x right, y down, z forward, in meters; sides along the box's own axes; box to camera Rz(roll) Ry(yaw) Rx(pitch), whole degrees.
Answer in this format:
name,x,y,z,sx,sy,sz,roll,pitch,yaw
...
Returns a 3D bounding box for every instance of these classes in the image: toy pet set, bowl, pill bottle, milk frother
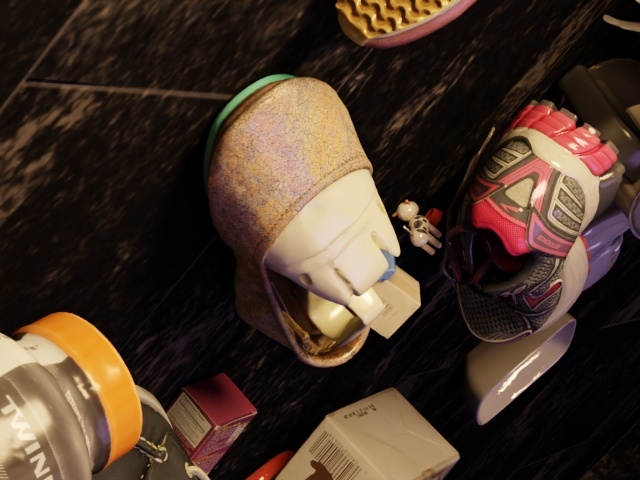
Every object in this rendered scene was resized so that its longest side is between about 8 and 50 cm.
name,x,y,z,sx,sy,sz,roll,pitch,yaw
toy pet set,0.030,0.024,1.465,0.122,0.065,0.114,-47,-162,21
bowl,0.202,0.125,2.083,0.142,0.053,0.142,-41,163,-11
pill bottle,-0.207,0.126,0.995,0.246,0.130,0.130,-32,160,-37
milk frother,0.218,-0.054,1.537,0.129,0.134,0.143,14,123,-34

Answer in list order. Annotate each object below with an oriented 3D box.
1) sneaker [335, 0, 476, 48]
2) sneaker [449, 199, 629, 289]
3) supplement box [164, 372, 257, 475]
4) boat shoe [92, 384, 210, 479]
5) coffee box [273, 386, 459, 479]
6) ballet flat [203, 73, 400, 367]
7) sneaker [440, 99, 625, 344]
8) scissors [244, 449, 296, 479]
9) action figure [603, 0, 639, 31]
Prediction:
name,x,y,z,sx,sy,sz,roll,pitch,yaw
sneaker,0.089,-0.165,1.082,0.185,0.069,0.084,-42,158,-3
sneaker,0.249,-0.046,1.707,0.292,0.108,0.169,-37,167,12
supplement box,-0.095,0.145,1.452,0.083,0.043,0.055,-52,160,28
boat shoe,-0.120,0.182,1.331,0.114,0.091,0.302,-39,151,3
coffee box,-0.001,0.264,1.801,0.246,0.098,0.141,-52,162,24
ballet flat,0.000,0.000,1.211,0.107,0.106,0.316,-41,163,-10
sneaker,0.138,0.005,1.506,0.112,0.121,0.299,-49,164,-22
scissors,-0.111,0.252,1.714,0.109,0.021,0.297,-51,164,29
action figure,0.352,-0.199,1.479,0.276,0.141,0.164,-33,172,-22
